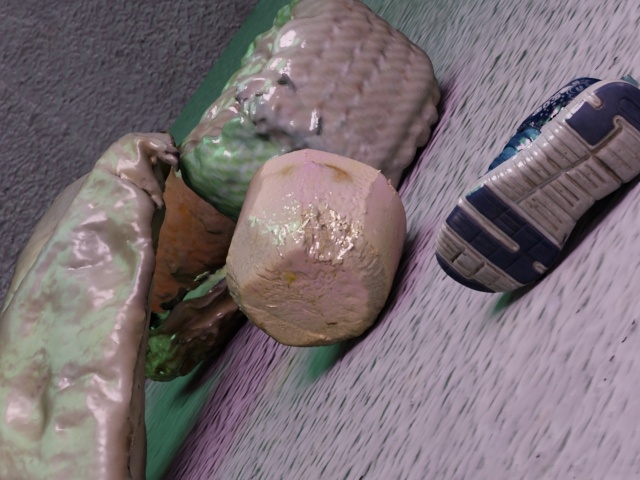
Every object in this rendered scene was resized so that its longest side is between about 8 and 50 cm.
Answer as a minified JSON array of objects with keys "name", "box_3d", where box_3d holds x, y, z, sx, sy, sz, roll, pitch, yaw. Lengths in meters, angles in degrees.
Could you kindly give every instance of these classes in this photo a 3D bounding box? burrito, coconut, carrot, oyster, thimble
[{"name":"burrito","box_3d":[-0.186,0.069,1.228,0.190,0.135,0.332,99,177,-68]},{"name":"coconut","box_3d":[0.000,0.000,1.054,0.116,0.116,0.122,-45,19,35]},{"name":"carrot","box_3d":[-0.149,0.005,1.582,0.302,0.139,0.138,-47,13,28]},{"name":"oyster","box_3d":[-0.092,0.057,1.389,0.209,0.072,0.133,-35,3,-8]},{"name":"thimble","box_3d":[-0.008,-0.095,1.266,0.219,0.150,0.219,-51,11,14]}]

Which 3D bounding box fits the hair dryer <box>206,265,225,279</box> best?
[{"name":"hair dryer","box_3d":[-0.097,0.063,1.491,0.079,0.031,0.083,-5,63,64]}]

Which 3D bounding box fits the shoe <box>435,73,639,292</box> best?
[{"name":"shoe","box_3d":[0.115,-0.033,0.815,0.143,0.064,0.071,-47,14,18]}]
